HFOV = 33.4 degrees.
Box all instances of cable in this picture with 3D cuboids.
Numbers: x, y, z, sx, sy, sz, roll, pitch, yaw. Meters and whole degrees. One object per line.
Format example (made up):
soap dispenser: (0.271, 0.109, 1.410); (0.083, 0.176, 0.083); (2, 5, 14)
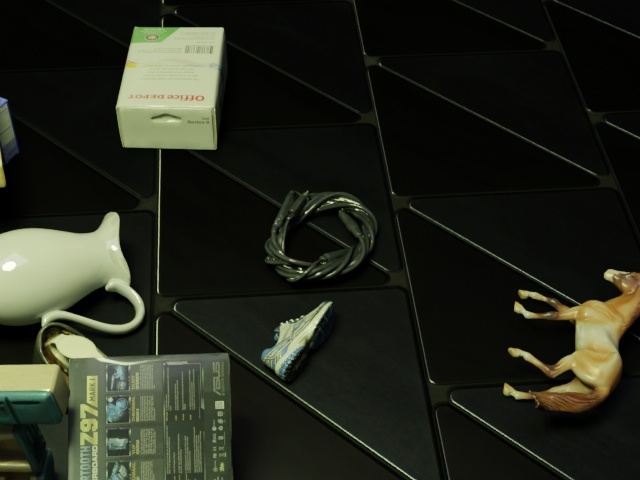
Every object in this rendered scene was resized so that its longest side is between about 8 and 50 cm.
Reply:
cable: (0.000, 0.000, 1.535); (0.150, 0.047, 0.184); (16, 45, 6)

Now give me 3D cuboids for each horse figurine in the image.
horse figurine: (0.335, 0.137, 1.393); (0.174, 0.066, 0.263); (7, 44, 13)

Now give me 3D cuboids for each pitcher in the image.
pitcher: (-0.349, 0.061, 1.420); (0.207, 0.125, 0.178); (-14, 63, -29)

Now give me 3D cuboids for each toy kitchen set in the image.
toy kitchen set: (-0.330, 0.260, 1.150); (0.122, 0.207, 0.166); (-2, 47, 5)

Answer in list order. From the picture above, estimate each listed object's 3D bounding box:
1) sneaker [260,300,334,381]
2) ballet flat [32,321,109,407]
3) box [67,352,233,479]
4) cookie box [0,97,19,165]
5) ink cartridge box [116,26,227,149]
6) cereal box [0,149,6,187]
sneaker: (-0.030, 0.121, 1.408); (0.058, 0.052, 0.135); (23, 49, 24)
ballet flat: (-0.258, 0.192, 1.301); (0.280, 0.096, 0.095); (31, 51, 25)
box: (-0.191, 0.246, 1.204); (0.183, 0.059, 0.233); (-2, 76, -8)
cookie box: (-0.519, -0.178, 1.640); (0.091, 0.107, 0.040); (20, 49, 17)
ink cartridge box: (-0.236, -0.248, 1.726); (0.154, 0.093, 0.212); (1, 45, 0)
cereal box: (-0.546, -0.158, 1.512); (0.173, 0.047, 0.240); (-9, 49, -14)
